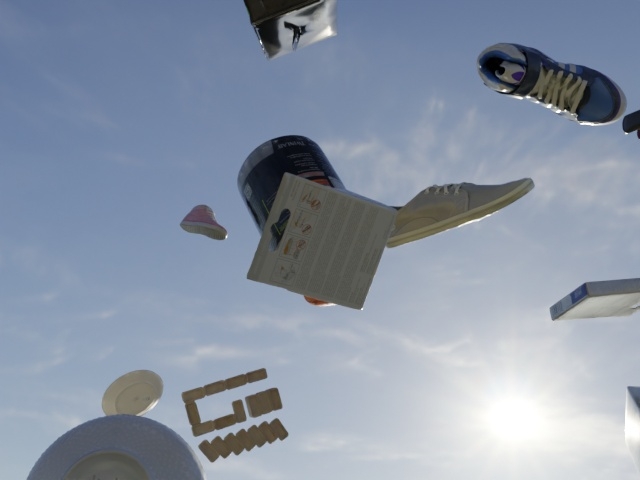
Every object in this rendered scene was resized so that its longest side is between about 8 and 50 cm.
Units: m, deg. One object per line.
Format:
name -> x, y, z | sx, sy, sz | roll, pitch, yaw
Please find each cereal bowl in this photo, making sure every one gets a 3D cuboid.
cereal bowl -> -0.361, 0.460, 1.361 | 0.339, 0.338, 0.141 | 9, -28, 0

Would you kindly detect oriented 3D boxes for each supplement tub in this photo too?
supplement tub -> -0.026, -0.042, 1.629 | 0.207, 0.338, 0.207 | -18, -36, -14

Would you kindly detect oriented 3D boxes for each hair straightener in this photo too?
hair straightener -> 0.624, -0.240, 1.384 | 0.089, 0.047, 0.230 | 15, -17, -24

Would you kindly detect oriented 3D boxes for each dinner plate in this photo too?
dinner plate -> -0.411, 0.346, 1.731 | 0.017, 0.141, 0.141 | 44, 1, 43

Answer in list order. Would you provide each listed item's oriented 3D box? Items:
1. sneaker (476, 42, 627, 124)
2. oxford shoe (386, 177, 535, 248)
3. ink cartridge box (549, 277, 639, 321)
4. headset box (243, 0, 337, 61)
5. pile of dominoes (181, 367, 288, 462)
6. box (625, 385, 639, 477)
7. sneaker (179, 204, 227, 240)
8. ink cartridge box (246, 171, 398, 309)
sneaker -> 0.503, -0.350, 1.778 | 0.236, 0.323, 0.130 | -14, -47, -45
oxford shoe -> 0.352, -0.099, 2.124 | 0.450, 0.130, 0.169 | -19, 0, 28
ink cartridge box -> 0.739, 0.153, 2.022 | 0.224, 0.045, 0.223 | -2, -22, -10
headset box -> -0.074, -0.427, 1.181 | 0.131, 0.282, 0.246 | -21, 1, 1
pile of dominoes -> -0.220, 0.453, 2.033 | 0.251, 0.195, 0.040 | -13, -7, -24
box -> 0.719, 0.407, 1.644 | 0.121, 0.147, 0.311 | 0, 3, 15
sneaker -> -0.248, -0.045, 1.747 | 0.134, 0.070, 0.051 | 12, -32, 37
ink cartridge box -> 0.000, 0.000, 1.313 | 0.233, 0.189, 0.066 | 18, 6, -26
